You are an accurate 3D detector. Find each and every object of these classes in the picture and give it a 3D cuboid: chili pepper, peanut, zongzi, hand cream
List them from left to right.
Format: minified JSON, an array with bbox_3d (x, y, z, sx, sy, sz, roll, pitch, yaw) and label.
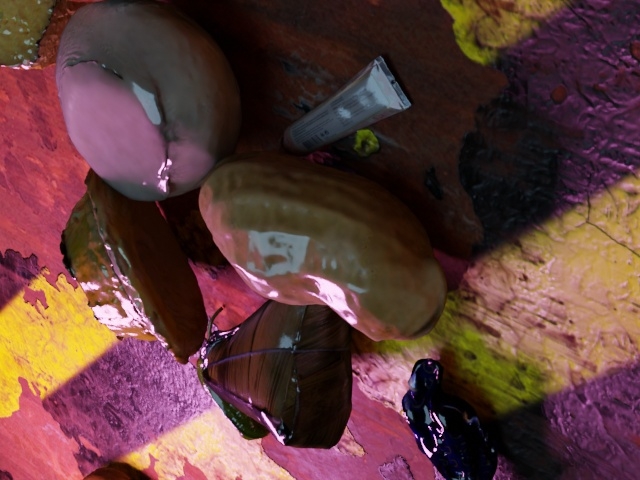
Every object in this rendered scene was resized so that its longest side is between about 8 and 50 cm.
[{"bbox_3d":[-0.142,0.208,1.941,0.204,0.073,0.072,64,156,-4],"label":"chili pepper"},{"bbox_3d":[-0.049,0.101,1.741,0.286,0.138,0.300,23,109,57],"label":"zongzi"},{"bbox_3d":[0.002,-0.006,1.537,0.340,0.174,0.158,15,149,27],"label":"peanut"},{"bbox_3d":[0.022,-0.149,1.535,0.210,0.043,0.067,-25,97,47],"label":"hand cream"}]

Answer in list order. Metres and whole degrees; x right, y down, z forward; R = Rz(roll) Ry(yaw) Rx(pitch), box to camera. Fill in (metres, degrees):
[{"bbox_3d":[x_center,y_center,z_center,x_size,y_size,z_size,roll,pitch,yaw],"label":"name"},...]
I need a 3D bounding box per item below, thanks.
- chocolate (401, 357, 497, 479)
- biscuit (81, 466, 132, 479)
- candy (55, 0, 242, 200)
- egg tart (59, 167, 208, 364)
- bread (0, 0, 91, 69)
[{"bbox_3d":[0.177,0.304,1.623,0.148,0.126,0.343,-115,16,-73],"label":"chocolate"},{"bbox_3d":[-0.299,0.574,2.366,0.394,0.070,0.350,50,140,10],"label":"biscuit"},{"bbox_3d":[-0.213,-0.188,1.644,0.295,0.185,0.295,28,138,29],"label":"candy"},{"bbox_3d":[-0.265,0.036,1.795,0.315,0.120,0.315,62,-172,-15],"label":"egg tart"},{"bbox_3d":[-0.365,-0.340,1.753,0.129,0.134,0.260,24,98,19],"label":"bread"}]
